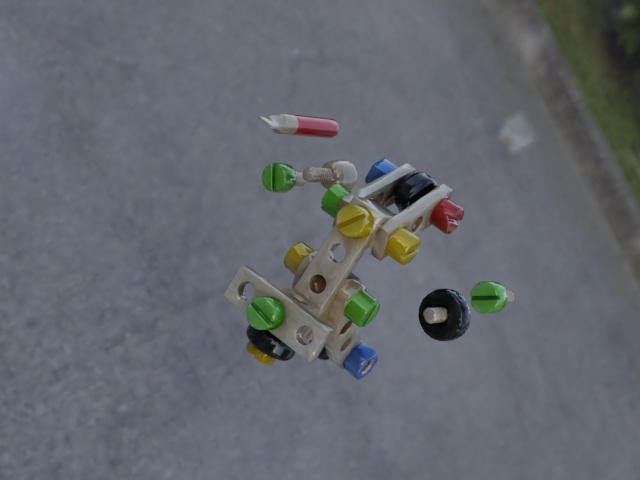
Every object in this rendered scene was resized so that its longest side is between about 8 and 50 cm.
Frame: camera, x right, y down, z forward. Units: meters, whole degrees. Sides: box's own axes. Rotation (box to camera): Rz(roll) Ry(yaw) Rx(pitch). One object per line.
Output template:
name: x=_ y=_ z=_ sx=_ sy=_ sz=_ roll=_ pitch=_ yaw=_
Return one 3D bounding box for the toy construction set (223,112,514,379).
toy construction set: x=0.000 y=0.000 z=1.475 sx=0.237 sy=0.257 sz=0.309 roll=0 pitch=59 yaw=-57
